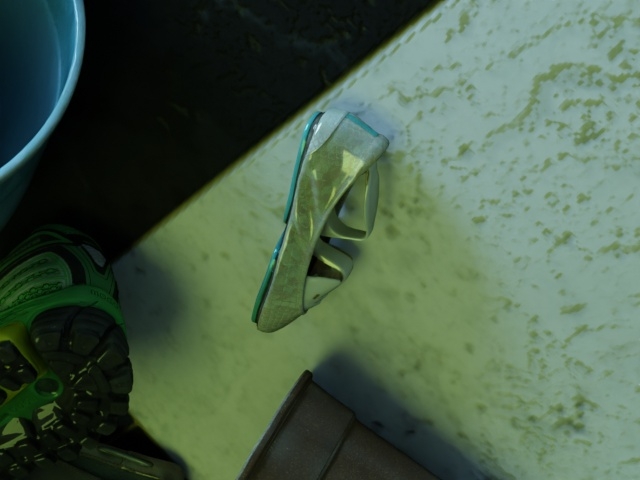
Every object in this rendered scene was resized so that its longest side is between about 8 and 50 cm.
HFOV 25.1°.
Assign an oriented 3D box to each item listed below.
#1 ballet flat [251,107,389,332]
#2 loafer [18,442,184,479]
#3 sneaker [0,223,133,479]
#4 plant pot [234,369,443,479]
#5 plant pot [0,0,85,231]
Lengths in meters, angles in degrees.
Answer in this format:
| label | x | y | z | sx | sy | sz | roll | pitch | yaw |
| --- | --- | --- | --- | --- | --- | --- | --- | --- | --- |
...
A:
| label | x | y | z | sx | sy | sz | roll | pitch | yaw |
| --- | --- | --- | --- | --- | --- | --- | --- | --- | --- |
| ballet flat | 0.000 | 0.000 | 0.834 | 0.052 | 0.057 | 0.168 | 23 | 131 | 8 |
| loafer | -0.219 | 0.164 | 1.095 | 0.267 | 0.084 | 0.096 | 22 | 161 | 26 |
| sneaker | -0.252 | 0.122 | 1.002 | 0.343 | 0.146 | 0.134 | -37 | 125 | 24 |
| plant pot | 0.020 | 0.192 | 0.886 | 0.165 | 0.167 | 0.167 | 29 | 133 | 4 |
| plant pot | -0.294 | -0.072 | 0.865 | 0.271 | 0.271 | 0.255 | 41 | 149 | 5 |
